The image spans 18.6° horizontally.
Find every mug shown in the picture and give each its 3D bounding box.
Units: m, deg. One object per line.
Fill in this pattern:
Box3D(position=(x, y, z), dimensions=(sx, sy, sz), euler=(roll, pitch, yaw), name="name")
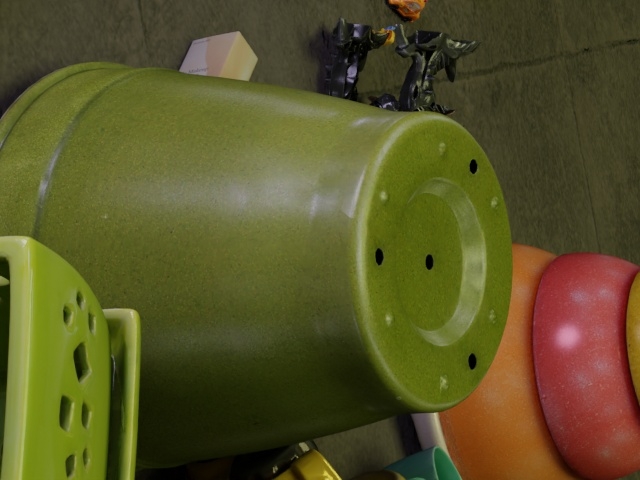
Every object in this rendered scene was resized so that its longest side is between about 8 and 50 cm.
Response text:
Box3D(position=(0.098, 0.286, 2.068), dimensions=(0.158, 0.097, 0.129), euler=(58, 15, -31), name="mug")

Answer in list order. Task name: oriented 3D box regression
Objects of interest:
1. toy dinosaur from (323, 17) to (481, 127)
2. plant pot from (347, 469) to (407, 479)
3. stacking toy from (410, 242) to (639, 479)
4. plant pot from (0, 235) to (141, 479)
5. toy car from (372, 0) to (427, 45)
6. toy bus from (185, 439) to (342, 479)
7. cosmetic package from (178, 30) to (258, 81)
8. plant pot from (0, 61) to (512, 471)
Box3D(position=(0.075, -0.121, 2.111), dimensions=(0.322, 0.164, 0.218), euler=(2, 98, -80), name="toy dinosaur")
Box3D(position=(0.076, 0.365, 1.913), dimensions=(0.239, 0.254, 0.254), euler=(56, 37, -12), name="plant pot")
Box3D(position=(0.367, 0.141, 2.198), dimensions=(0.350, 0.480, 0.351), euler=(19, 67, -56), name="stacking toy")
Box3D(position=(-0.255, 0.136, 1.418), dimensions=(0.207, 0.228, 0.227), euler=(31, 57, -62), name="plant pot")
Box3D(position=(0.098, -0.255, 2.271), dimensions=(0.060, 0.040, 0.122), euler=(54, 40, -39), name="toy car")
Box3D(position=(-0.083, 0.275, 1.736), dimensions=(0.211, 0.220, 0.149), euler=(-38, 111, -20), name="toy bus")
Box3D(position=(-0.109, -0.146, 1.881), dimensions=(0.041, 0.060, 0.115), euler=(56, 38, -36), name="cosmetic package")
Box3D(position=(-0.045, 0.019, 1.621), dimensions=(0.366, 0.353, 0.366), euler=(5, 84, -54), name="plant pot")
